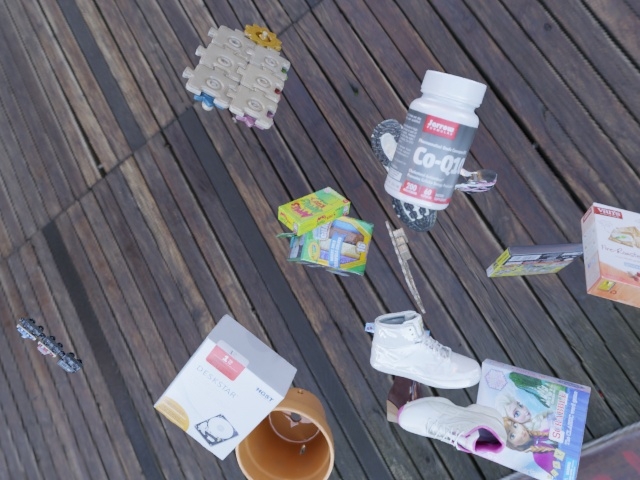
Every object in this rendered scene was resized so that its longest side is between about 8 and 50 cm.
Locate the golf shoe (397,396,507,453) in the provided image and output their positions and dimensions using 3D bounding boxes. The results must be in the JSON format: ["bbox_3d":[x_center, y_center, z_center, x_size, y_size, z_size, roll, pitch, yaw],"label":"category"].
[{"bbox_3d":[0.373,0.526,1.258,0.305,0.140,0.116,2,102,7],"label":"golf shoe"}]

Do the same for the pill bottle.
[{"bbox_3d":[0.263,-0.229,1.022,0.161,0.161,0.284,22,111,18],"label":"pill bottle"}]

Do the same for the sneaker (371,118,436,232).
[{"bbox_3d":[0.331,-0.234,1.590,0.157,0.182,0.411,-19,90,35],"label":"sneaker"}]

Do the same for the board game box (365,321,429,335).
[{"bbox_3d":[0.315,0.370,1.819,0.211,0.160,0.039,5,87,38],"label":"board game box"}]

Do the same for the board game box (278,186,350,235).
[{"bbox_3d":[-0.016,-0.083,1.227,0.092,0.181,0.043,40,140,33],"label":"board game box"}]

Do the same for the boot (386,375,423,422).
[{"bbox_3d":[0.324,0.535,1.537,0.248,0.090,0.207,-16,54,56],"label":"boot"}]

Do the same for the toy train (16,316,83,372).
[{"bbox_3d":[-0.570,0.221,0.932,0.036,0.027,0.158,-41,101,9],"label":"toy train"}]

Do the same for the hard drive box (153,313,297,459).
[{"bbox_3d":[-0.189,0.290,0.876,0.181,0.089,0.232,38,115,-2],"label":"hard drive box"}]

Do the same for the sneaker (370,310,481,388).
[{"bbox_3d":[0.276,0.277,1.161,0.292,0.108,0.169,6,114,15],"label":"sneaker"}]

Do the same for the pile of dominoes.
[{"bbox_3d":[0.272,0.073,1.352,0.040,0.196,0.251,-23,55,12],"label":"pile of dominoes"}]

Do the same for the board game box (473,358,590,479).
[{"bbox_3d":[0.669,0.586,1.440,0.317,0.065,0.320,8,94,34],"label":"board game box"}]

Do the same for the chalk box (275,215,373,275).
[{"bbox_3d":[0.000,0.000,1.486,0.288,0.180,0.179,16,81,-18],"label":"chalk box"}]

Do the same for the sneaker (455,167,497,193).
[{"bbox_3d":[0.441,-0.173,1.357,0.178,0.077,0.072,10,62,19],"label":"sneaker"}]

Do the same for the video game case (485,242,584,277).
[{"bbox_3d":[0.773,0.073,1.606,0.274,0.248,0.035,-4,67,0],"label":"video game case"}]

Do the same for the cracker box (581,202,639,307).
[{"bbox_3d":[0.673,0.031,0.977,0.155,0.067,0.232,15,50,9],"label":"cracker box"}]

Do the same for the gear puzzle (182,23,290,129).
[{"bbox_3d":[-0.152,-0.345,0.885,0.175,0.339,0.044,23,137,-16],"label":"gear puzzle"}]

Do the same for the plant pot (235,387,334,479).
[{"bbox_3d":[-0.091,0.596,1.375,0.290,0.203,0.292,2,101,8],"label":"plant pot"}]
